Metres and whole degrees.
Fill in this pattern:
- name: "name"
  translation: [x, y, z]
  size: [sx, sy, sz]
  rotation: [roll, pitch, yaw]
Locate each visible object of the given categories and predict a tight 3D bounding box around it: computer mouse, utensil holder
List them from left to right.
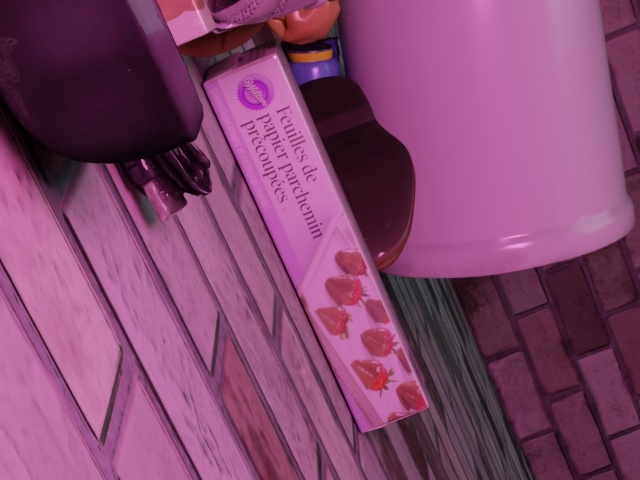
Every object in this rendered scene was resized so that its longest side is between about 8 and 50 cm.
- name: "computer mouse"
  translation: [-0.108, -0.085, 0.640]
  size: [0.272, 0.072, 0.189]
  rotation: [-146, -149, -81]
- name: "utensil holder"
  translation: [0.189, -0.182, 1.725]
  size: [0.327, 0.327, 0.386]
  rotation: [-79, 161, -77]

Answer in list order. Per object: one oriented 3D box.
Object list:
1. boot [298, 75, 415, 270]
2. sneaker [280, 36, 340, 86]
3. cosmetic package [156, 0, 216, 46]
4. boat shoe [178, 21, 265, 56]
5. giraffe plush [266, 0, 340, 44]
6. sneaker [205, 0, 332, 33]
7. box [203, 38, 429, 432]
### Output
- name: "boot"
  translation: [0.039, -0.047, 1.472]
  size: [0.305, 0.112, 0.115]
  rotation: [-105, -179, -55]
- name: "sneaker"
  translation: [-0.010, -0.195, 1.699]
  size: [0.209, 0.069, 0.082]
  rotation: [-88, 172, -75]
- name: "cosmetic package"
  translation: [-0.111, -0.164, 0.847]
  size: [0.041, 0.060, 0.115]
  rotation: [-76, 143, -77]
- name: "boat shoe"
  translation: [-0.122, -0.291, 0.950]
  size: [0.123, 0.123, 0.342]
  rotation: [-114, -178, -58]
- name: "giraffe plush"
  translation: [-0.066, -0.249, 1.158]
  size: [0.210, 0.181, 0.170]
  rotation: [29, -2, -4]
- name: "sneaker"
  translation: [-0.042, -0.246, 0.848]
  size: [0.105, 0.115, 0.281]
  rotation: [27, -38, 41]
- name: "box"
  translation: [0.000, 0.000, 1.166]
  size: [0.067, 0.063, 0.324]
  rotation: [-95, 162, -70]
